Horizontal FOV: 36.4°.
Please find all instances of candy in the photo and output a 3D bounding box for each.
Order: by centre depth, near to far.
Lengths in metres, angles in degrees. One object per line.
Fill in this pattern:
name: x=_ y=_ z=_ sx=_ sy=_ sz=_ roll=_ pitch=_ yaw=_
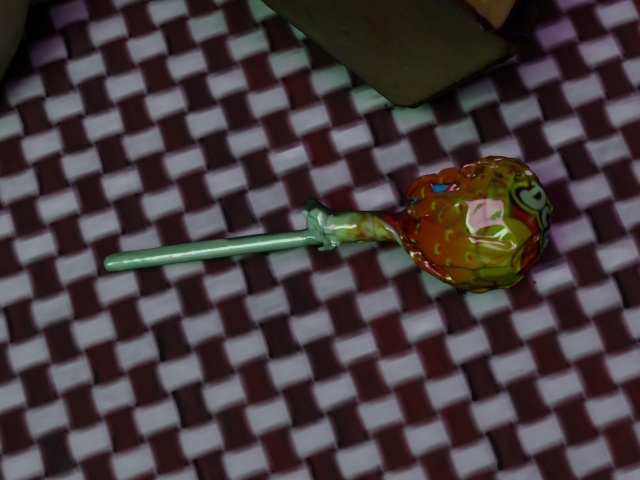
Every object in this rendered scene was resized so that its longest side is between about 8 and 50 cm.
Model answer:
candy: x=0.000 y=0.000 z=0.428 sx=0.201 sy=0.060 sz=0.061 roll=-6 pitch=76 yaw=9

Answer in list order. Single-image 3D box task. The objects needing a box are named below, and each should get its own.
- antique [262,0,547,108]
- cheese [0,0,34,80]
antique: x=-0.042 y=-0.184 z=0.377 sx=0.310 sy=0.087 sz=0.093 roll=35 pitch=67 yaw=-17
cheese: x=-0.255 y=-0.194 z=0.447 sx=0.318 sy=0.115 sz=0.326 roll=-25 pitch=76 yaw=-4
